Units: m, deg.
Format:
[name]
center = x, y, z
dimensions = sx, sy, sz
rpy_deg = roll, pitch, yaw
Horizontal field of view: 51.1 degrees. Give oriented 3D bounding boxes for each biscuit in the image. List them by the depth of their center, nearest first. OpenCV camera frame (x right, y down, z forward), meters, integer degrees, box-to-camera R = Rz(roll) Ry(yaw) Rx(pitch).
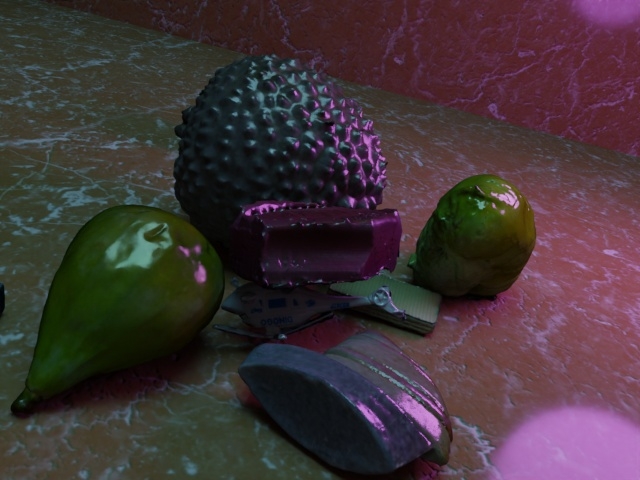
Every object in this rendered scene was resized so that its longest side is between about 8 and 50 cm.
[biscuit]
center = 0.117, 0.105, 1.214
dimensions = 0.200, 0.040, 0.121
rpy_deg = 18, 23, 8

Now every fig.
[fig]
center = -0.251, 0.097, 0.908
dimensions = 0.233, 0.233, 0.314
rpy_deg = 9, 53, -8

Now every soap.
[soap]
center = 0.005, 0.004, 1.038
dimensions = 0.289, 0.112, 0.182
rpy_deg = -1, 14, -29

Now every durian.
[durian]
center = 0.303, -0.003, 1.297
dimensions = 0.256, 0.339, 0.204
rpy_deg = -34, 68, -27

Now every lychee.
[lychee]
center = -0.083, -0.148, 1.273
dimensions = 0.432, 0.380, 0.380
rpy_deg = 26, 27, 8

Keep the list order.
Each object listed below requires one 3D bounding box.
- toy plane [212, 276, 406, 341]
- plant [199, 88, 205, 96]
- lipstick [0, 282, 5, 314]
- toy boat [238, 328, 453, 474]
[toy plane]
center = -0.015, 0.095, 1.016
dimensions = 0.273, 0.107, 0.182
rpy_deg = -8, -3, 22
[plant]
center = -0.183, -0.317, 1.784
dimensions = 0.276, 0.188, 0.199
rpy_deg = 1, 28, -24
[lipstick]
center = -0.473, 0.151, 0.826
dimensions = 0.051, 0.051, 0.312
rpy_deg = 10, 27, -8
[toy boat]
center = 0.066, 0.202, 0.907
dimensions = 0.294, 0.111, 0.276
rpy_deg = -6, 29, -42
